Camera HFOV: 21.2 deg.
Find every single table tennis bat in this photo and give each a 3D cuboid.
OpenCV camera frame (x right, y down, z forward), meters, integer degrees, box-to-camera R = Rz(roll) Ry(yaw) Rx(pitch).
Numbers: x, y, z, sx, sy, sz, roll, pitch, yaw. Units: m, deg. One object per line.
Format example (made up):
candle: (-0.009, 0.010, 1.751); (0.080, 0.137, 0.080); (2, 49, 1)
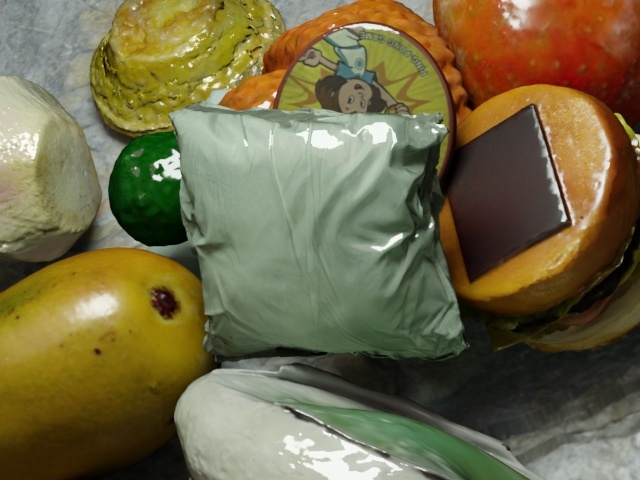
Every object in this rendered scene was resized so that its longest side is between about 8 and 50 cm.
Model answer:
table tennis bat: (0.042, -0.078, 1.822); (0.200, 0.038, 0.310); (7, 97, 13)

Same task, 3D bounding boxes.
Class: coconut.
coconut: (-0.411, -0.086, 2.206); (0.259, 0.259, 0.259); (-13, 50, 16)

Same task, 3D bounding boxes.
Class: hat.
hat: (-0.044, -0.133, 1.944); (0.400, 0.285, 0.285); (-10, 42, -25)

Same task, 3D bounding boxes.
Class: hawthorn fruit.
hawthorn fruit: (0.273, -0.244, 1.989); (0.284, 0.284, 0.284); (-13, 50, 16)

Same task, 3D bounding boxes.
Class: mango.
mango: (-0.317, 0.176, 1.931); (0.445, 0.300, 0.232); (-31, 72, 8)

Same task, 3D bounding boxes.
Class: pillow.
pillow: (0.000, 0.000, 1.752); (0.310, 0.283, 0.138); (2, 18, 23)

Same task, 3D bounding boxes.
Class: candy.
candy: (0.047, 0.248, 1.649); (0.427, 0.386, 0.186); (27, 99, 24)

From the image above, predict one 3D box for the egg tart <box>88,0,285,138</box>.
egg tart: (-0.195, -0.268, 2.327); (0.294, 0.123, 0.294); (-14, 49, 17)

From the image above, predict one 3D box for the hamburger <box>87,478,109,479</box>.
hamburger: (-0.250, 0.362, 1.865); (0.191, 0.118, 0.182); (-39, 45, -12)

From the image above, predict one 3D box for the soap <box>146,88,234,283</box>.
soap: (-0.101, -0.062, 2.144); (0.159, 0.087, 0.265); (3, 56, 27)

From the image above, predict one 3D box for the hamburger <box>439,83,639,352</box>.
hamburger: (0.257, -0.016, 1.833); (0.291, 0.225, 0.291); (-21, 54, 31)

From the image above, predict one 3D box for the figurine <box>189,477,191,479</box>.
figurine: (-0.057, 0.353, 1.809); (0.141, 0.166, 0.250); (1, 75, -18)
